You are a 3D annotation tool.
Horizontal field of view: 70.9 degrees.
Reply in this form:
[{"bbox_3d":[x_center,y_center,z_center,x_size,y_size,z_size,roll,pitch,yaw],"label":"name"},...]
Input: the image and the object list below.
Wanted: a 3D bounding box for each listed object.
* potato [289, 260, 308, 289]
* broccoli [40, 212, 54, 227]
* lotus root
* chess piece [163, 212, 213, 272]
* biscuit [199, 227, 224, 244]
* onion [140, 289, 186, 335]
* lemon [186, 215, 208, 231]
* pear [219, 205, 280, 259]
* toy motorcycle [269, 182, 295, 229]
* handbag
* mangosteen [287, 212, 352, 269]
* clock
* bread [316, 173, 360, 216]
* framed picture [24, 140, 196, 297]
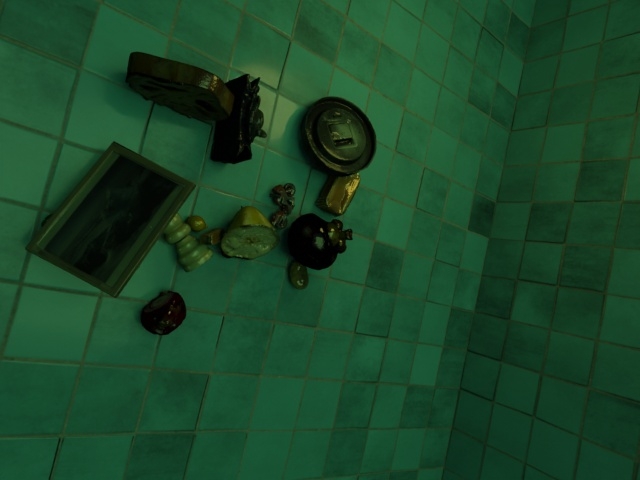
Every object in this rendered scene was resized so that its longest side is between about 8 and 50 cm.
[{"bbox_3d":[-0.101,0.159,2.085,0.091,0.070,0.138,-16,104,-35],"label":"potato"},{"bbox_3d":[-0.836,-0.013,1.499,0.195,0.195,0.156,54,22,-26],"label":"broccoli"},{"bbox_3d":[-0.483,-0.535,1.584,0.390,0.374,0.111,17,88,-47],"label":"lotus root"},{"bbox_3d":[-0.538,-0.008,1.737,0.133,0.133,0.243,-42,109,-26],"label":"chess piece"},{"bbox_3d":[-0.427,-0.016,1.774,0.056,0.188,0.052,3,98,1],"label":"biscuit"},{"bbox_3d":[-0.575,0.292,1.682,0.173,0.198,0.135,-37,121,-9],"label":"onion"},{"bbox_3d":[-0.492,-0.066,1.791,0.092,0.065,0.065,24,80,-32],"label":"lemon"},{"bbox_3d":[-0.295,-0.049,1.865,0.266,0.267,0.178,18,47,-35],"label":"pear"},{"bbox_3d":[-0.179,-0.159,2.000,0.118,0.084,0.213,13,91,-44],"label":"toy motorcycle"},{"bbox_3d":[-0.314,-0.467,1.760,0.118,0.269,0.326,6,90,-37],"label":"handbag"},{"bbox_3d":[-0.004,0.003,2.008,0.287,0.287,0.233,45,57,-29],"label":"mangosteen"},{"bbox_3d":[0.086,-0.482,2.101,0.385,0.076,0.387,8,73,-27],"label":"clock"},{"bbox_3d":[0.088,-0.242,2.168,0.136,0.107,0.241,33,74,-30],"label":"bread"},{"bbox_3d":[-0.657,-0.080,1.438,0.326,0.028,0.446,26,69,4],"label":"framed picture"}]
